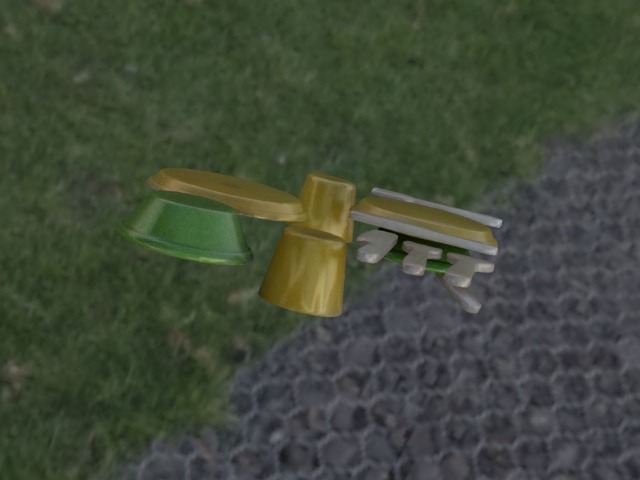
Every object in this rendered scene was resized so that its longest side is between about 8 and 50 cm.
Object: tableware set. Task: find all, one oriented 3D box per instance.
[{"bbox_3d":[0.000,0.000,0.477,0.104,0.024,0.154,15,9,7],"label":"tableware set"}]
